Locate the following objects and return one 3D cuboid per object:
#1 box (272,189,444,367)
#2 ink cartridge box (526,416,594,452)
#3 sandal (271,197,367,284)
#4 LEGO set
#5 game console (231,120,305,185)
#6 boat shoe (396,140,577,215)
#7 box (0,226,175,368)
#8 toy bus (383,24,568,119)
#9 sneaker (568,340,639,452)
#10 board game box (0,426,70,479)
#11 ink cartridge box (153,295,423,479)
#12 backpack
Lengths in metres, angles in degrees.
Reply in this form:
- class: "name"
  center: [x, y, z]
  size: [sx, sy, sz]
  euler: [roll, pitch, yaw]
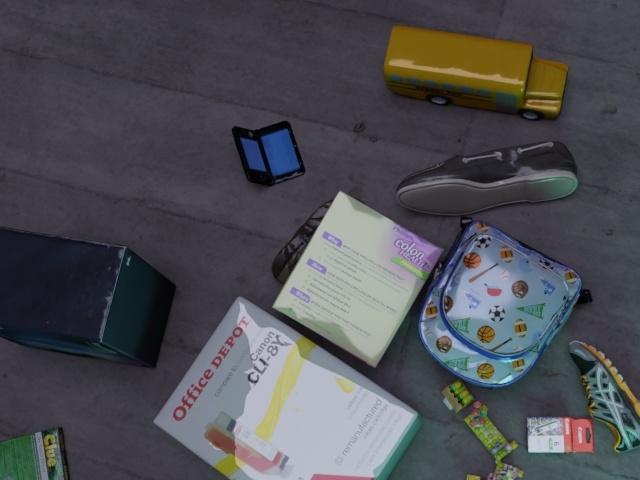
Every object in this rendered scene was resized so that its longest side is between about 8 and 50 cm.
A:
- class: "box"
  center: [0.067, 0.069, 1.836]
  size: [0.214, 0.117, 0.243]
  euler: [30, 90, 4]
- class: "ink cartridge box"
  center: [0.418, 0.339, 1.781]
  size: [0.115, 0.029, 0.062]
  euler: [-2, 74, 10]
- class: "sandal"
  center: [0.000, 0.000, 1.934]
  size: [0.090, 0.060, 0.219]
  euler: [45, 96, 3]
- class: "LEGO set"
  center: [0.281, 0.374, 1.754]
  size: [0.132, 0.107, 0.287]
  euler: [-5, 74, 8]
- class: "game console"
  center: [-0.103, -0.176, 1.994]
  size: [0.071, 0.107, 0.122]
  euler: [-30, 69, 31]
- class: "boat shoe"
  center: [0.305, -0.119, 1.895]
  size: [0.335, 0.112, 0.095]
  euler: [-5, 56, 3]
- class: "box"
  center: [-0.458, 0.107, 1.856]
  size: [0.294, 0.296, 0.182]
  euler: [7, 76, 12]
- class: "toy bus"
  center: [0.295, -0.318, 1.930]
  size: [0.333, 0.130, 0.108]
  euler: [11, 77, 13]
- class: "sneaker"
  center: [0.491, 0.268, 1.763]
  size: [0.083, 0.084, 0.215]
  euler: [-35, 73, 4]
- class: "board game box"
  center: [-0.530, 0.491, 1.905]
  size: [0.136, 0.030, 0.259]
  euler: [-15, 73, 8]
- class: "ink cartridge box"
  center: [-0.055, 0.319, 1.800]
  size: [0.385, 0.160, 0.279]
  euler: [32, 82, 16]
- class: "backpack"
  center: [0.300, 0.124, 1.778]
  size: [0.276, 0.213, 0.263]
  euler: [30, 92, 13]
